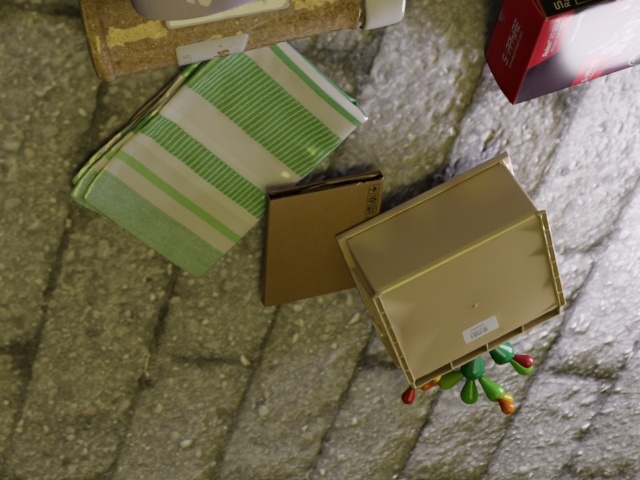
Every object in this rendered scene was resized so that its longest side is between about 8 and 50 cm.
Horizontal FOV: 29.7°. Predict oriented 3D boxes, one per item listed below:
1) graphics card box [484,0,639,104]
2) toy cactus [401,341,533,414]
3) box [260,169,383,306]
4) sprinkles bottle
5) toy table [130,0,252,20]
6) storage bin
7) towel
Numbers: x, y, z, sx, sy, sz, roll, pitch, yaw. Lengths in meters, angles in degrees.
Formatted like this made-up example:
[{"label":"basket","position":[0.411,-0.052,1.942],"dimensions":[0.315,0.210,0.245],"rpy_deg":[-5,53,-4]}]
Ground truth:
[{"label":"graphics card box","position":[0.403,-0.303,1.492],"dimensions":[0.371,0.094,0.233],"rpy_deg":[-19,161,-8]},{"label":"toy cactus","position":[0.236,0.182,1.862],"dimensions":[0.219,0.112,0.180],"rpy_deg":[-1,116,-10]},{"label":"box","position":[0.000,0.000,1.653],"dimensions":[0.164,0.021,0.201],"rpy_deg":[-12,136,-18]},{"label":"sprinkles bottle","position":[-0.088,-0.270,1.356],"dimensions":[0.355,0.121,0.121],"rpy_deg":[-12,129,-6]},{"label":"toy table","position":[-0.098,-0.356,1.237],"dimensions":[0.252,0.274,0.161],"rpy_deg":[7,127,20]},{"label":"storage bin","position":[0.194,0.053,1.702],"dimensions":[0.262,0.123,0.260],"rpy_deg":[-27,139,-3]},{"label":"towel","position":[-0.126,-0.112,1.531],"dimensions":[0.325,0.038,0.248],"rpy_deg":[-43,129,13]}]
